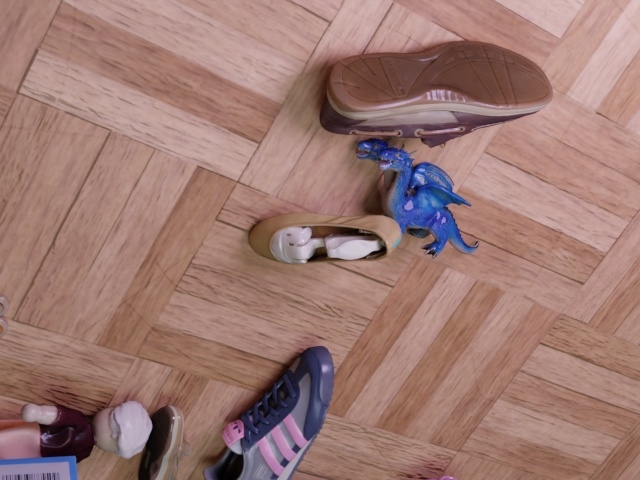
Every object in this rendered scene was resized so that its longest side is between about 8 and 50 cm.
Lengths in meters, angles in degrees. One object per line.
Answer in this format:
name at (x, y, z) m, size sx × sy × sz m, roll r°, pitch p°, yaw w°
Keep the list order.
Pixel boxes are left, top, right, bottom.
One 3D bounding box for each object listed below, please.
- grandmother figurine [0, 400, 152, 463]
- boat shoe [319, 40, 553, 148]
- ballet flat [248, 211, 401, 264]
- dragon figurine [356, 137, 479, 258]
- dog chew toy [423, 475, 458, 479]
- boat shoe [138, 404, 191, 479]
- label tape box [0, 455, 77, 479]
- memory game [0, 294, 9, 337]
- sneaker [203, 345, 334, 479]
grandmother figurine at (-0.430, 0.307, 1.557) m, size 0.342 × 0.104 × 0.208 m, roll -6°, pitch 150°, yaw -19°
boat shoe at (0.162, -0.197, 1.441) m, size 0.342 × 0.123 × 0.123 m, roll -8°, pitch 153°, yaw -20°
ballet flat at (0.000, 0.000, 1.468) m, size 0.232 × 0.073 × 0.080 m, roll -5°, pitch 115°, yaw 14°
dragon figurine at (0.168, -0.059, 1.530) m, size 0.289 × 0.085 × 0.144 m, roll 19°, pitch 113°, yaw -26°
dog chew toy at (0.192, 0.587, 1.882) m, size 0.206 × 0.206 × 0.332 m, roll 8°, pitch 109°, yaw -23°
boat shoe at (-0.246, 0.339, 1.660) m, size 0.072 × 0.068 × 0.190 m, roll -2°, pitch 132°, yaw -31°
label tape box at (-0.522, 0.463, 1.552) m, size 0.249 × 0.115 × 0.348 m, roll 2°, pitch 142°, yaw -24°
memory game at (-0.538, 0.108, 1.442) m, size 0.186 × 0.012 × 0.186 m, roll -8°, pitch 123°, yaw -13°
sneaker at (-0.085, 0.303, 1.655) m, size 0.131 × 0.112 × 0.319 m, roll 13°, pitch 115°, yaw -28°
